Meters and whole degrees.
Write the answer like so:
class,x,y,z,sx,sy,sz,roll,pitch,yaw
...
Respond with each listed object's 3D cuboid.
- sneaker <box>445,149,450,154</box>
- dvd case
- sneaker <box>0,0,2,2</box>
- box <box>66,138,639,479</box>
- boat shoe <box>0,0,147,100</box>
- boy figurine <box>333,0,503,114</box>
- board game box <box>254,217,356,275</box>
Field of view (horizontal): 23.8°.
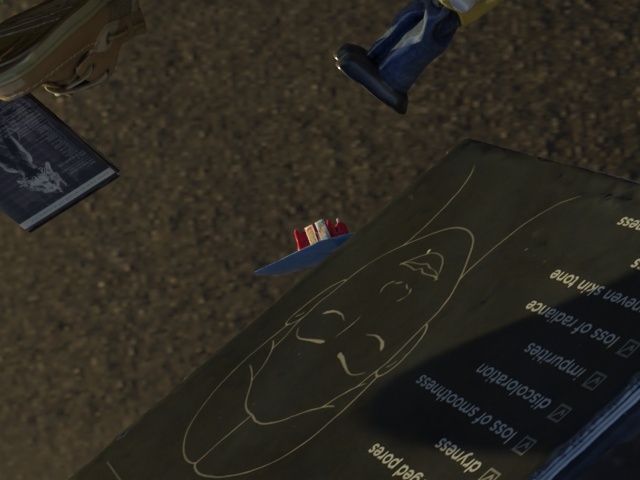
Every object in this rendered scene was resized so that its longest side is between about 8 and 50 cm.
class,x,y,z,sx,sy,sz,roll,pitch,yaw
sneaker,0.200,-0.073,1.861,0.109,0.043,0.040,19,136,0
dvd case,-0.397,-0.112,1.996,0.164,0.221,0.018,-30,41,20
sneaker,-0.385,-0.280,1.352,0.483,0.202,0.185,-47,43,41
box,0.110,0.203,1.117,0.297,0.472,0.480,55,170,-21
boat shoe,-0.269,-0.218,1.680,0.122,0.341,0.110,-12,113,23
boy figurine,0.131,-0.248,1.383,0.092,0.177,0.285,35,106,-12
board game box,0.000,0.000,1.810,0.169,0.133,0.033,-25,78,42
